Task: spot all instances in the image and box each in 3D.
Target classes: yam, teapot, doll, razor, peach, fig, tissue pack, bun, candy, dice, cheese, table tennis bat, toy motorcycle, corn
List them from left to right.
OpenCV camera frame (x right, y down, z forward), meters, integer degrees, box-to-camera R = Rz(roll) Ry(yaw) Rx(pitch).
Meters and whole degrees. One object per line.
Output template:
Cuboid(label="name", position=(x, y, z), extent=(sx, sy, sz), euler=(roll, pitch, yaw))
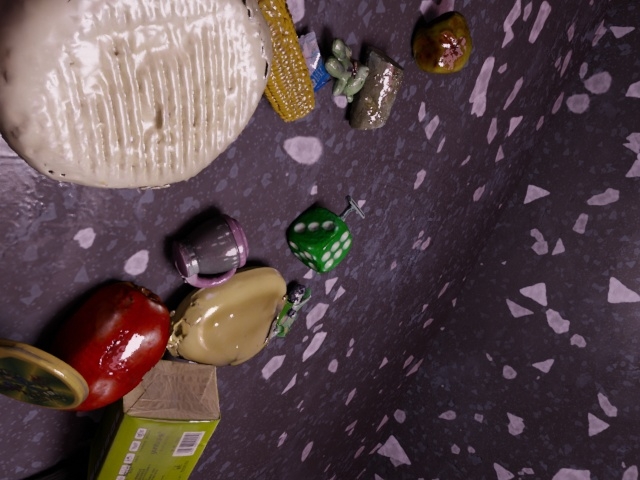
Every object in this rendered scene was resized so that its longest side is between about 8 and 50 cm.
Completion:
Cuboid(label="table tennis bat", position=(-0.501, 0.179, 0.756), extent=(0.050, 0.198, 0.321), euler=(-79, 148, -42))
Cuboid(label="peach", position=(-0.403, 0.203, 0.902), extent=(0.267, 0.158, 0.154), euler=(-45, 141, -13))
Cuboid(label="bun", position=(-0.248, -0.243, 0.644), extent=(0.359, 0.211, 0.360), euler=(-25, 141, -23))
Cuboid(label="tissue pack", position=(-0.357, 0.403, 1.047), extent=(0.200, 0.167, 0.275), euler=(15, 119, -28))
Cuboid(label="teapot", position=(-0.234, 0.024, 1.015), extent=(0.145, 0.116, 0.148), euler=(-21, 164, -25))
Cuboid(label="cheese", position=(-0.226, 0.187, 1.152), extent=(0.315, 0.128, 0.260), euler=(-9, 116, -55))
Cuboid(label="corn", position=(-0.087, -0.334, 0.868), extent=(0.115, 0.115, 0.318), euler=(-47, 148, -13))
Cuboid(label="toy motorcycle", position=(-0.095, 0.209, 1.395), extent=(0.190, 0.074, 0.106), euler=(-55, 158, -3))
Cuboid(label="candy", position=(-0.030, -0.352, 0.995), extent=(0.088, 0.038, 0.136), euler=(-37, 144, -6))
Cuboid(label="dice", position=(0.000, 0.000, 1.278), extent=(0.128, 0.120, 0.131), euler=(-45, 148, -19))
Cuboid(label="razor", position=(0.033, -0.025, 1.390), extent=(0.211, 0.036, 0.084), euler=(-46, 130, -4))
Cuboid(label="doll", position=(0.055, -0.362, 1.041), extent=(0.150, 0.077, 0.115), euler=(16, 81, -64))
Cuboid(label="yam", position=(0.131, -0.350, 1.155), extent=(0.107, 0.107, 0.183), euler=(-18, 135, -45))
Cuboid(label="fig", position=(0.310, -0.486, 1.244), extent=(0.165, 0.144, 0.154), euler=(22, 64, -66))

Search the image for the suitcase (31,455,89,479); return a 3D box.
Cuboid(label="suitcase", position=(-0.533, 0.609, 1.078), extent=(0.334, 0.152, 0.230), euler=(-8, 129, -51))
